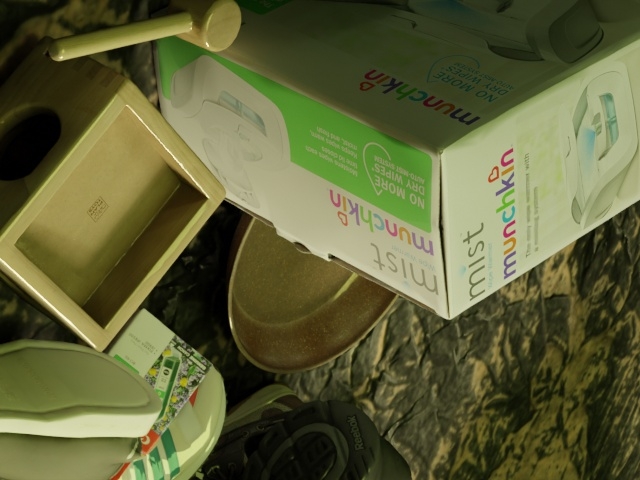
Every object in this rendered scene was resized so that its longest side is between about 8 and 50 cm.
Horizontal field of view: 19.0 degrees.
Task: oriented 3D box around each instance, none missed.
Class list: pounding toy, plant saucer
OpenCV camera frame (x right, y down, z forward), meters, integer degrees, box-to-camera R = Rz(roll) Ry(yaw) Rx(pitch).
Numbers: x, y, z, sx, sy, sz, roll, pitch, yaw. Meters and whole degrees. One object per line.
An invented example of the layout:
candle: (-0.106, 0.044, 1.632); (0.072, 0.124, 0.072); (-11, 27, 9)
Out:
pounding toy: (-0.138, -0.073, 1.131); (0.206, 0.094, 0.181); (-52, 141, -11)
plant saucer: (0.000, 0.000, 1.363); (0.198, 0.036, 0.198); (-28, 134, -33)

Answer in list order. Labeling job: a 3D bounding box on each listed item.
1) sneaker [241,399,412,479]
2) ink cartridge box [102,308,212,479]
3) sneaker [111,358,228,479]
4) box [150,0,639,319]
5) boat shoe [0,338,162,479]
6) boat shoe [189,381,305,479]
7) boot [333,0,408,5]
sneaker: (-0.045, 0.241, 1.361); (0.286, 0.109, 0.130); (-40, 143, 9)
ink cartridge box: (-0.130, 0.109, 1.266); (0.063, 0.029, 0.115); (40, 69, -11)
sneaker: (-0.127, 0.144, 1.303); (0.161, 0.057, 0.075); (-54, 144, -5)
box: (0.064, -0.092, 1.207); (0.231, 0.262, 0.127); (-29, 130, -32)
boat shoe: (-0.232, 0.109, 1.129); (0.305, 0.109, 0.091); (10, 115, -43)
boat shoe: (-0.066, 0.159, 1.383); (0.152, 0.049, 0.056); (-39, 138, -23)
boot: (-0.050, -0.355, 1.024); (0.367, 0.146, 0.445); (11, 124, -20)
